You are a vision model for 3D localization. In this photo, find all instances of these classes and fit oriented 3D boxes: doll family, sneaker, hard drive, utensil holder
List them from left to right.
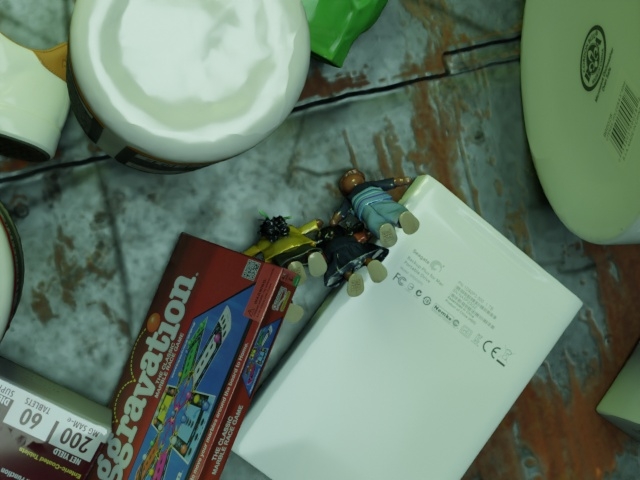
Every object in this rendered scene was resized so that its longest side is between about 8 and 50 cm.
[{"bbox_3d":[-0.343,-0.164,0.865,0.290,0.106,0.123,19,77,-21],"label":"sneaker"},{"bbox_3d":[0.000,0.000,0.948,0.193,0.111,0.076,-19,117,-12],"label":"doll family"},{"bbox_3d":[0.082,0.121,0.996,0.203,0.040,0.307,39,83,-11],"label":"hard drive"},{"bbox_3d":[0.410,-0.160,0.932,0.386,0.327,0.327,-3,92,-11],"label":"utensil holder"}]

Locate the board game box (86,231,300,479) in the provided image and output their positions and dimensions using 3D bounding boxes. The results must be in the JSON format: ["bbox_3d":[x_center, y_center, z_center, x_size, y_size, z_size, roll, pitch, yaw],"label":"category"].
[{"bbox_3d":[-0.122,0.140,0.898,0.027,0.145,0.281,26,84,-43],"label":"board game box"}]

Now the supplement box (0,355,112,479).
[{"bbox_3d":[-0.285,0.225,0.882,0.130,0.073,0.239,28,90,-12],"label":"supplement box"}]

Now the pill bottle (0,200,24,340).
[{"bbox_3d":[-0.303,0.023,0.757,0.176,0.318,0.176,0,91,-14],"label":"pill bottle"}]

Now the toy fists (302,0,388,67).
[{"bbox_3d":[-0.063,-0.271,0.928,0.279,0.096,0.142,27,95,-14],"label":"toy fists"}]

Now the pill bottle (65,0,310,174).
[{"bbox_3d":[-0.113,-0.132,0.821,0.162,0.278,0.162,0,92,-14],"label":"pill bottle"}]

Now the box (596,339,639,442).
[{"bbox_3d":[0.485,0.180,1.031,0.345,0.168,0.215,36,83,-11],"label":"box"}]
